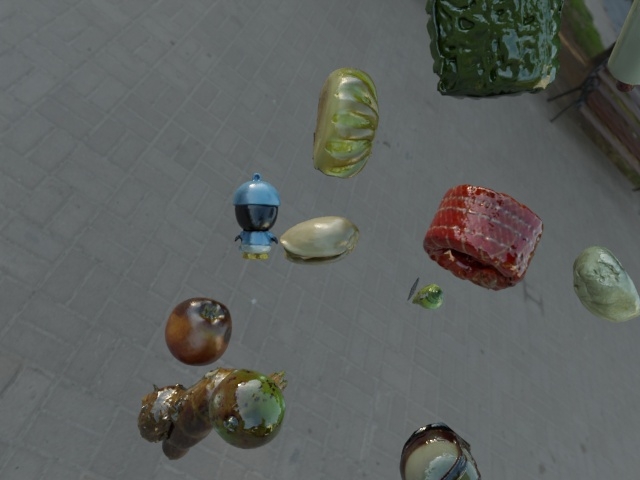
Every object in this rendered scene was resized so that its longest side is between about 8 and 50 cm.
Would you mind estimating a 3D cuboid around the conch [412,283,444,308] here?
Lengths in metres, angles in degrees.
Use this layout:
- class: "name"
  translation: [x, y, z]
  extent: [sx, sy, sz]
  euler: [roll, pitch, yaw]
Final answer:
- class: "conch"
  translation: [0.399, 0.204, 1.783]
  extent: [0.079, 0.200, 0.095]
  euler: [40, 84, -11]

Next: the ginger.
- class: "ginger"
  translation: [-0.424, 0.530, 1.578]
  extent: [0.254, 0.418, 0.176]
  euler: [47, 18, -10]

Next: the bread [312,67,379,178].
- class: "bread"
  translation: [0.035, -0.165, 0.623]
  extent: [0.082, 0.095, 0.157]
  euler: [5, 49, -2]

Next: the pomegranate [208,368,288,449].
- class: "pomegranate"
  translation: [-0.140, 0.337, 1.021]
  extent: [0.159, 0.159, 0.205]
  euler: [57, 30, 4]

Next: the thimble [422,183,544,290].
- class: "thimble"
  translation: [0.529, -0.006, 1.619]
  extent: [0.350, 0.350, 0.231]
  euler: [33, 77, -20]

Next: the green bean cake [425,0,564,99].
- class: "green bean cake"
  translation: [0.469, -0.553, 1.304]
  extent: [0.218, 0.318, 0.336]
  euler: [-43, 125, -50]

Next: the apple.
- class: "apple"
  translation: [-0.407, 0.300, 1.649]
  extent: [0.229, 0.230, 0.230]
  euler: [22, 51, -30]

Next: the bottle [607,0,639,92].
- class: "bottle"
  translation: [0.656, -0.399, 0.987]
  extent: [0.245, 0.104, 0.104]
  euler: [66, 14, -62]

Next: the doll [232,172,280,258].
- class: "doll"
  translation: [-0.235, -0.089, 1.795]
  extent: [0.177, 0.141, 0.315]
  euler: [2, 92, 1]

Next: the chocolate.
- class: "chocolate"
  translation: [0.421, 0.795, 1.656]
  extent: [0.283, 0.186, 0.284]
  euler: [0, 90, -9]

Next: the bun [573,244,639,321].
- class: "bun"
  translation: [0.767, 0.120, 1.338]
  extent: [0.220, 0.134, 0.221]
  euler: [48, 22, -27]

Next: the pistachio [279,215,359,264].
- class: "pistachio"
  translation: [0.000, 0.000, 1.330]
  extent: [0.214, 0.144, 0.144]
  euler: [-6, 59, 5]

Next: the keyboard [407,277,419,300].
- class: "keyboard"
  translation: [0.422, 0.223, 2.222]
  extent: [0.011, 0.202, 0.067]
  euler: [33, 74, 16]
